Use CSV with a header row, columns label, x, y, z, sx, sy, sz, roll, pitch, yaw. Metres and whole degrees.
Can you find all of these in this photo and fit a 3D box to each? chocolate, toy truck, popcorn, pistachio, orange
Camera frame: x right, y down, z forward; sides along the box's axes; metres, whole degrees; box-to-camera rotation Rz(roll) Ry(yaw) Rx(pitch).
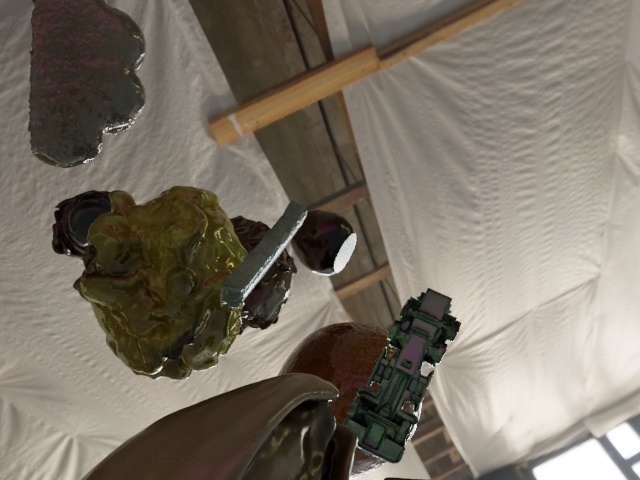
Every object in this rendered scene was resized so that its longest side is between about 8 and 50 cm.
label,x,y,z,sx,sy,sz,roll,pitch,yaw
chocolate,0.000,0.000,1.442,0.177,0.176,0.176,-16,-42,-16
toy truck,0.085,0.136,0.579,0.175,0.067,0.081,-61,-15,-18
popcorn,-0.220,0.058,0.807,0.252,0.215,0.286,19,-76,8
pistachio,-0.078,0.184,0.412,0.238,0.153,0.137,-22,-72,-20
orange,0.047,0.352,1.241,0.322,0.322,0.357,4,-37,-34

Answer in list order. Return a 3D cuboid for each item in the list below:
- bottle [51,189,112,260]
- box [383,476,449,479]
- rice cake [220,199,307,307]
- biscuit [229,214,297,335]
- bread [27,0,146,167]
label,x,y,z,sx,sy,sz,roll,pitch,yaw
bottle,-0.455,-0.026,1.116,0.143,0.271,0.156,44,-107,-12
box,0.180,0.450,0.649,0.345,0.251,0.205,-19,5,44
rice cake,-0.043,0.008,0.447,0.121,0.022,0.022,-56,-12,-47
biscuit,-0.210,0.060,1.048,0.367,0.268,0.115,-4,-51,22
bread,-0.389,-0.288,0.948,0.183,0.102,0.337,3,-94,-24
